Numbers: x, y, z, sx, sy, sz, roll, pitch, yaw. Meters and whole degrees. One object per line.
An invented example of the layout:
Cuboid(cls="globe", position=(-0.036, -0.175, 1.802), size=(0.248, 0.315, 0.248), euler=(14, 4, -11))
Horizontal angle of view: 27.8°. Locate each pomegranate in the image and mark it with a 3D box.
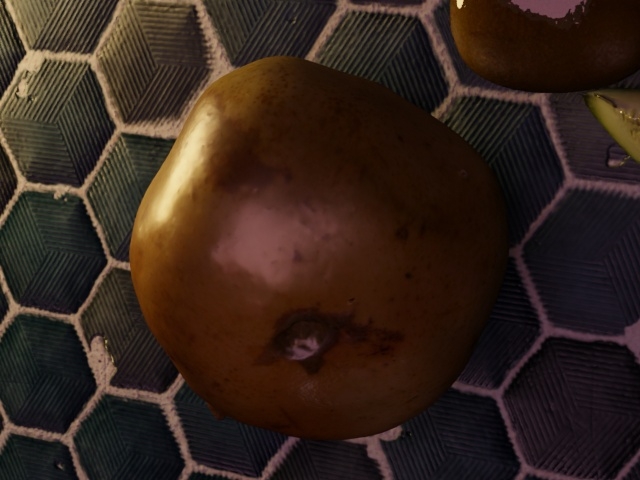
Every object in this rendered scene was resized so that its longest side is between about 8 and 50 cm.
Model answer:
Cuboid(cls="pomegranate", position=(0.000, 0.000, 1.390), size=(0.416, 0.416, 0.417), euler=(4, 101, 22))

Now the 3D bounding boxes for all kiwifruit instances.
Cuboid(cls="kiwifruit", position=(0.249, -0.250, 1.327), size=(0.234, 0.196, 0.196), euler=(-4, 98, 19))

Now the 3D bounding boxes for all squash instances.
Cuboid(cls="squash", position=(0.388, -0.071, 1.344), size=(0.252, 0.093, 0.169), euler=(3, 57, 22))

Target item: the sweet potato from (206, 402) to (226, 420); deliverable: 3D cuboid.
Cuboid(cls="sweet potato", position=(-0.134, 0.128, 1.635), size=(0.058, 0.055, 0.202), euler=(-1, 99, -14))
